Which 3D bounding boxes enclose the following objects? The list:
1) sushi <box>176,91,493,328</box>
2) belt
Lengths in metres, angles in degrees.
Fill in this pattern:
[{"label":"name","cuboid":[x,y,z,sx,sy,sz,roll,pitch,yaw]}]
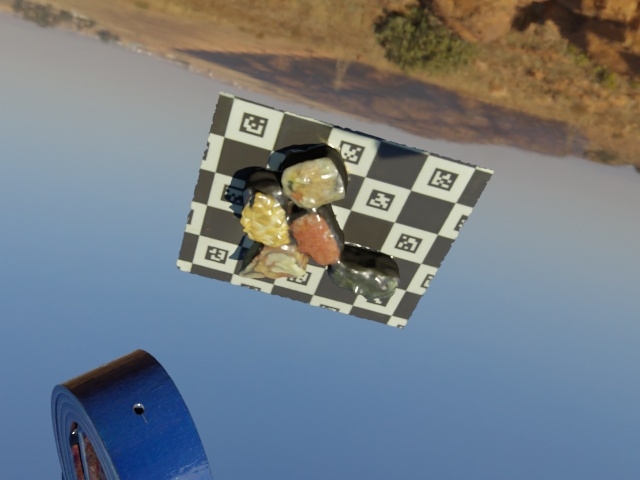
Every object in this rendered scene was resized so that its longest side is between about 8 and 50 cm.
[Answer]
[{"label":"sushi","cuboid":[0.000,0.000,1.090,0.358,0.343,0.064,15,-134,-8]},{"label":"belt","cuboid":[-0.219,0.307,0.993,0.117,0.347,0.212,-23,-151,-37]}]
